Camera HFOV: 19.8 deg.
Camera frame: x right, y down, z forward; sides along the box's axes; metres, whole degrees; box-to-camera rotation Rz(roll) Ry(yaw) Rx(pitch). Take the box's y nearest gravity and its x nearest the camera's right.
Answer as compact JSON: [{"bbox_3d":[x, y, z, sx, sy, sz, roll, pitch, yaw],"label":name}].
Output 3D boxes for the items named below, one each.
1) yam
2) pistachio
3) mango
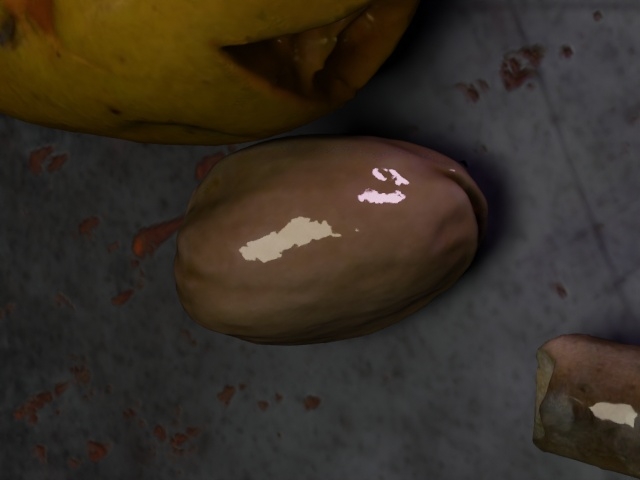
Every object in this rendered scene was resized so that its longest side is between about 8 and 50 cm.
[{"bbox_3d":[0.236,0.095,0.835,0.317,0.067,0.071,9,93,34],"label":"yam"},{"bbox_3d":[0.000,0.000,0.972,0.185,0.108,0.126,-19,112,32],"label":"pistachio"},{"bbox_3d":[-0.092,-0.165,0.967,0.365,0.182,0.253,-15,94,50],"label":"mango"}]
